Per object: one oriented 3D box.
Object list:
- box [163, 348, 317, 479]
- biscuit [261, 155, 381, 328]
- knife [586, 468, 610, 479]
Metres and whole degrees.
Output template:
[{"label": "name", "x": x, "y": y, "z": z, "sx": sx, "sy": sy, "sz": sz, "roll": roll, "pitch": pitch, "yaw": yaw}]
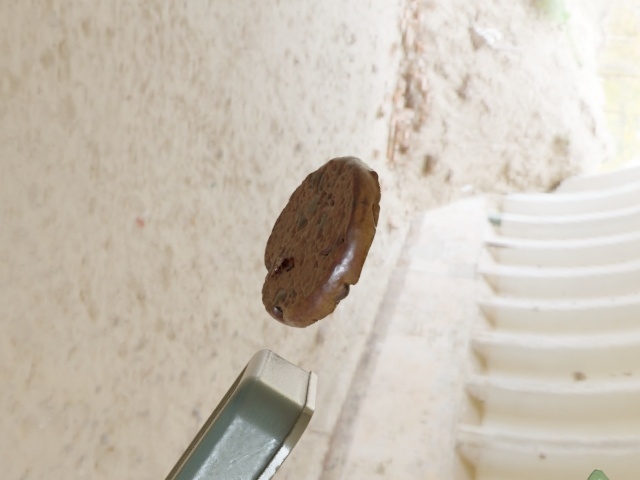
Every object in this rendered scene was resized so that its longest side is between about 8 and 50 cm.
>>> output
[{"label": "box", "x": -0.048, "y": 0.103, "z": 0.378, "sx": 0.126, "sy": 0.031, "sz": 0.091, "roll": -55, "pitch": -179, "yaw": 5}, {"label": "biscuit", "x": 0.000, "y": 0.000, "z": 0.939, "sx": 0.192, "sy": 0.049, "sz": 0.192, "roll": -41, "pitch": -144, "yaw": 40}, {"label": "knife", "x": 0.221, "y": 0.228, "z": 0.556, "sx": 0.207, "sy": 0.030, "sz": 0.014, "roll": 58, "pitch": -14, "yaw": 27}]
